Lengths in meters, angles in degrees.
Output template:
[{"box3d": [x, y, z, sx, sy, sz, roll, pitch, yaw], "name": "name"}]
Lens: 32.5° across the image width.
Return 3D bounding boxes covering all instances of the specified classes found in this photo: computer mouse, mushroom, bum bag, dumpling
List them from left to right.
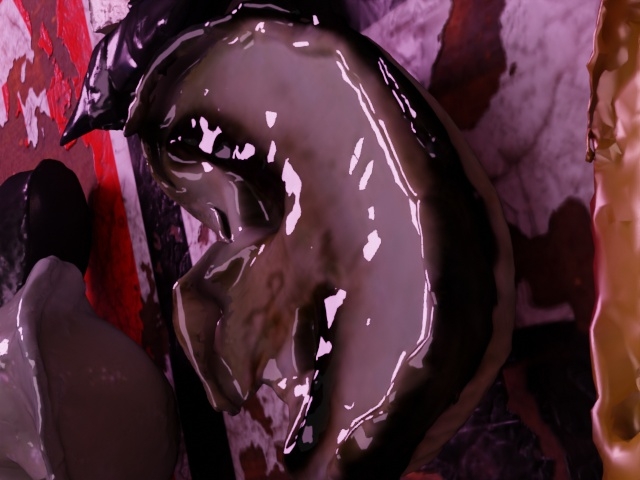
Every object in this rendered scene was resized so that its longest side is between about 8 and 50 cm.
[{"box3d": [-0.303, 0.060, 1.151, 0.168, 0.087, 0.295, -26, -48, -83], "name": "computer mouse"}, {"box3d": [-0.227, 0.179, 1.016, 0.270, 0.211, 0.320, 11, 144, 49], "name": "dumpling"}, {"box3d": [-0.142, -0.168, 0.934, 0.074, 0.137, 0.310, 38, 144, -12], "name": "bum bag"}, {"box3d": [0.001, 0.000, 0.710, 0.247, 0.130, 0.344, -55, 50, 19], "name": "mushroom"}]

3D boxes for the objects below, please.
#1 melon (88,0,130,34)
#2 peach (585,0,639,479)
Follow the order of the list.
[{"box3d": [-0.184, -0.287, 1.029, 0.098, 0.054, 0.182, -26, 74, 48], "name": "melon"}, {"box3d": [0.239, -0.023, 0.302, 0.306, 0.243, 0.380, 24, 118, 56], "name": "peach"}]
